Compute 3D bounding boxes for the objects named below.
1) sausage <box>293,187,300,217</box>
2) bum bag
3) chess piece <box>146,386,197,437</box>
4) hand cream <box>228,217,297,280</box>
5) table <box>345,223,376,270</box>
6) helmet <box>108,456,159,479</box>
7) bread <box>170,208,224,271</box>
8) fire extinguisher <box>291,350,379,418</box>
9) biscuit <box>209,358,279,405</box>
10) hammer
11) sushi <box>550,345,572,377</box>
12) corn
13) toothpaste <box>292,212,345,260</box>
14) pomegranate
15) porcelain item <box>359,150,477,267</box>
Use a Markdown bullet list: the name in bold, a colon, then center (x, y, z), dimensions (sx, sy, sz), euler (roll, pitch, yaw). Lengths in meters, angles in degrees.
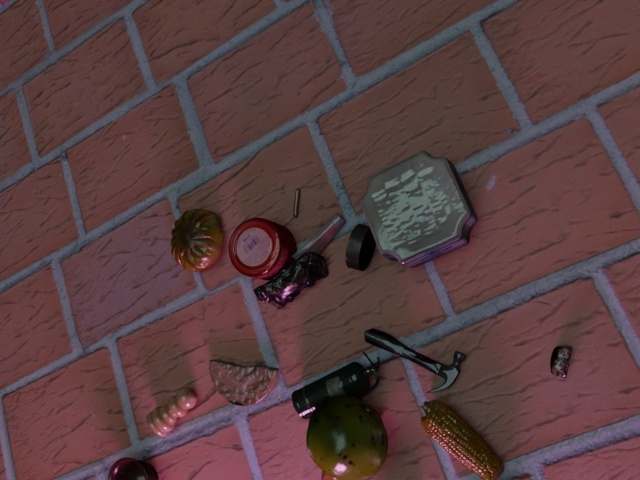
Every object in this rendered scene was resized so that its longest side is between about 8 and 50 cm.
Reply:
- **sausage**: center (-0.076, -0.120, 1.979), dimensions (0.015, 0.015, 0.100), euler (1, 81, 23)
- **bum bag**: center (-0.084, 0.125, 1.902), dimensions (0.248, 0.102, 0.069), euler (-34, 40, 15)
- **chess piece**: center (-0.468, 0.547, 2.003), dimensions (0.170, 0.094, 0.094), euler (-40, 68, 4)
- **hand cream**: center (-0.181, 0.028, 1.940), dimensions (0.193, 0.125, 0.193), euler (-3, 81, 20)
- **table**: center (0.119, 0.021, 1.806), dimensions (0.043, 0.133, 0.134), euler (15, 87, 23)
- **helmet**: center (-0.590, 0.776, 1.997), dimensions (0.175, 0.106, 0.155), euler (9, 83, 26)
- **bread**: center (-0.419, -0.003, 2.060), dimensions (0.213, 0.104, 0.214), euler (-4, 82, 25)
- **fire extinguisher**: center (0.063, 0.417, 1.789), dimensions (0.294, 0.093, 0.118), euler (-30, 90, 16)
- **biscuit**: center (-0.248, 0.450, 1.946), dimensions (0.249, 0.032, 0.133), euler (2, 82, 23)
- **hammer**: center (0.250, 0.327, 1.750), dimensions (0.289, 0.037, 0.137), euler (22, 89, 24)
- **sushi**: center (0.616, 0.308, 1.592), dimensions (0.045, 0.044, 0.083), euler (12, 84, 24)
- **corn**: center (0.368, 0.526, 1.636), dimensions (0.261, 0.097, 0.097), euler (43, 99, 19)
- **toothpaste**: center (0.000, 0.000, 1.911), dimensions (0.067, 0.043, 0.194), euler (40, 100, -12)
- **pomegranate**: center (0.058, 0.572, 1.698), dimensions (0.235, 0.236, 0.302), euler (32, 114, 24)
- **porcelain item**: center (0.276, -0.084, 1.743), dimensions (0.281, 0.157, 0.286), euler (-28, 72, 19)
